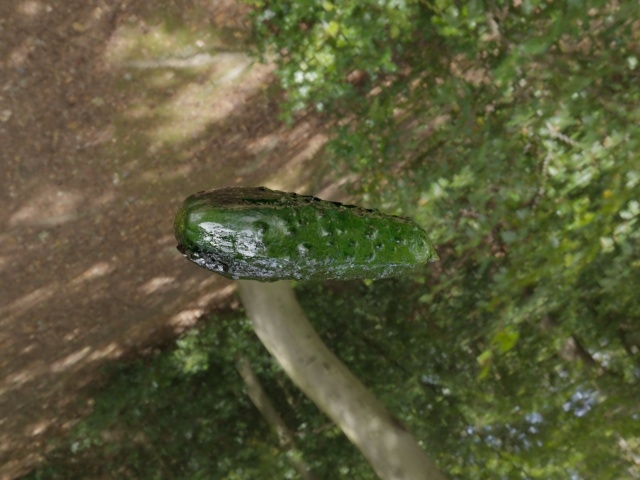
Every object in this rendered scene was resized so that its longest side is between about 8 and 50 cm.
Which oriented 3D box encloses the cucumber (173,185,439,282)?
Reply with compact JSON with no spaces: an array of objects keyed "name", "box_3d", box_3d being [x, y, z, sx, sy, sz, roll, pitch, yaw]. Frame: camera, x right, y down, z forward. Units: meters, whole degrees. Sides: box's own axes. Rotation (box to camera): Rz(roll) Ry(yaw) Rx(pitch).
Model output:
[{"name":"cucumber","box_3d":[0.000,0.000,0.590,0.227,0.069,0.069,5,149,-37]}]
